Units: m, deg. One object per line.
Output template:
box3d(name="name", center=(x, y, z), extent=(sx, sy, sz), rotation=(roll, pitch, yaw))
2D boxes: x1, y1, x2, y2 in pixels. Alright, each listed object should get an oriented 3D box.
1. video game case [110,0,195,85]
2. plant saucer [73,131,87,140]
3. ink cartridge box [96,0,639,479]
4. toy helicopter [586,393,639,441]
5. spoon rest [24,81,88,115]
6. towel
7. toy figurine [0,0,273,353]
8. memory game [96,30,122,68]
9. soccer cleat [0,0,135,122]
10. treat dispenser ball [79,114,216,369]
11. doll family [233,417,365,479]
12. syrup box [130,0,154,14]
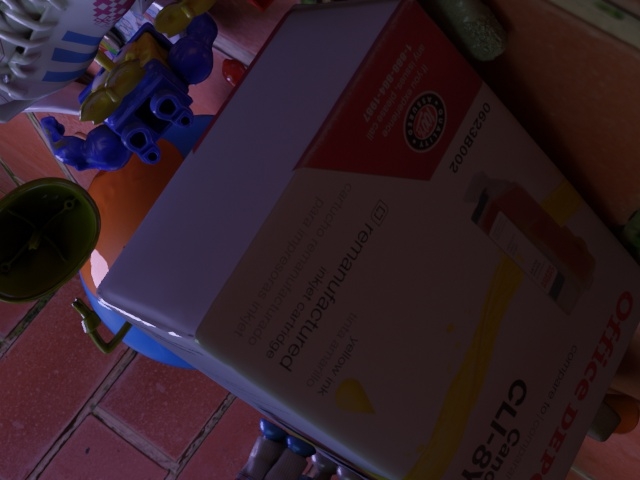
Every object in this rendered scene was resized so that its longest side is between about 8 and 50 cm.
box3d(name="video game case", center=(-0.204, -0.246, 1.034), extent=(0.157, 0.019, 0.143), rotation=(32, 163, 14))
box3d(name="plant saucer", center=(-0.398, -0.157, 1.661), extent=(0.083, 0.013, 0.083), rotation=(32, 162, 12))
box3d(name="ink cartridge box", center=(0.070, 0.041, 0.757), extent=(0.385, 0.279, 0.160), rotation=(41, 163, -34))
box3d(name="toy helicopter", center=(0.212, 0.139, 1.110), extent=(0.235, 0.140, 0.355), rotation=(36, 176, -29))
box3d(name="spoon rest", center=(-0.433, -0.203, 1.350), extent=(0.276, 0.084, 0.137), rotation=(14, -177, -13))
box3d(name="towel", center=(0.060, -0.175, 0.688), extent=(0.148, 0.027, 0.110), rotation=(15, 153, 51))
box3d(name="toy figurine", center=(-0.170, -0.101, 0.921), extent=(0.191, 0.362, 0.217), rotation=(38, -172, -31))
box3d(name="memory game", center=(-0.262, -0.230, 1.166), extent=(0.186, 0.012, 0.186), rotation=(35, 171, 6))
box3d(name="soccer cleat", center=(-0.221, -0.171, 0.728), extent=(0.116, 0.143, 0.331), rotation=(39, 163, -8))
box3d(name="treat dispenser ball", center=(-0.129, 0.002, 1.078), extent=(0.288, 0.288, 0.288), rotation=(33, 163, 12))
box3d(name="doll family", center=(0.017, 0.264, 0.714), extent=(0.263, 0.163, 0.118), rotation=(22, 163, 29))
box3d(name="syrup box", center=(-0.218, -0.300, 0.790), extent=(0.237, 0.093, 0.096), rotation=(34, 163, 8))
